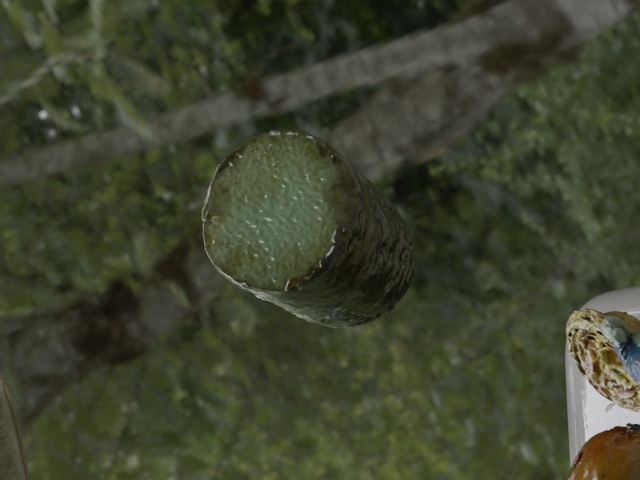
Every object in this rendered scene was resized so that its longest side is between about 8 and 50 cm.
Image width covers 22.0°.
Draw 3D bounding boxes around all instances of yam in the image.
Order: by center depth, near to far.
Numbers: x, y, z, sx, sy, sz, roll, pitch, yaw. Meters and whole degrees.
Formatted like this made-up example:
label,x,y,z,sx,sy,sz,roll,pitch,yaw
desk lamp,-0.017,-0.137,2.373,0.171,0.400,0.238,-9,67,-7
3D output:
label,x,y,z,sx,sy,sz,roll,pitch,yaw
yam,0.000,0.000,1.101,0.107,0.107,0.194,69,-168,18

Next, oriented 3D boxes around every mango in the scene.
label,x,y,z,sx,sy,sz,roll,pitch,yaw
mango,0.291,0.295,1.539,0.151,0.156,0.248,-24,60,60

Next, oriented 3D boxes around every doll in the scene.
label,x,y,z,sx,sy,sz,roll,pitch,yaw
doll,0.246,0.081,1.159,0.083,0.076,0.050,-138,43,-70

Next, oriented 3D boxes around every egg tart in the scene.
label,x,y,z,sx,sy,sz,roll,pitch,yaw
egg tart,0.304,0.116,1.675,0.129,0.049,0.129,38,150,27

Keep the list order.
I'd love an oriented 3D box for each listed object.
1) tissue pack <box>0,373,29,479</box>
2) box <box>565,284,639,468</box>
label,x,y,z,sx,sy,sz,roll,pitch,yaw
tissue pack,-0.409,0.213,1.939,0.196,0.092,0.148,-147,43,-68
box,0.402,0.221,1.907,0.289,0.141,0.349,-16,73,58
